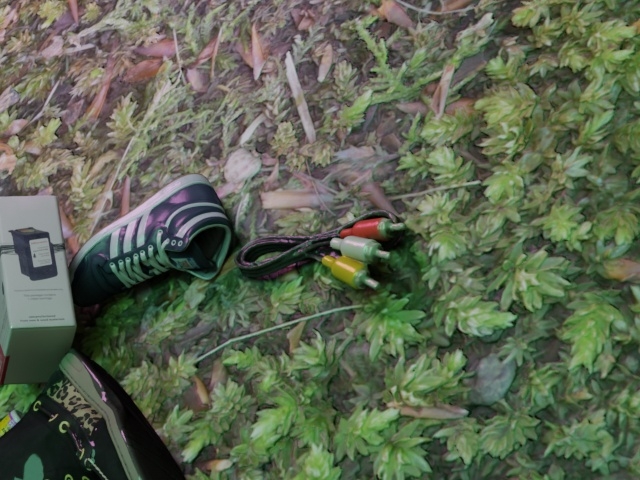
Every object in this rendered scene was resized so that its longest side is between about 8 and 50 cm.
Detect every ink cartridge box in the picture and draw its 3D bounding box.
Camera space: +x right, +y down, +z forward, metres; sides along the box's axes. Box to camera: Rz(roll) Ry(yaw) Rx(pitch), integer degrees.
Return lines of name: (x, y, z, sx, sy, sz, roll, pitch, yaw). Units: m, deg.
ink cartridge box: (-0.441, 0.073, 1.944, 0.100, 0.172, 0.237, -1, 56, -22)

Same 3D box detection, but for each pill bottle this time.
pill bottle: (-0.473, 0.296, 1.927, 0.083, 0.043, 0.043, -45, 47, -1)

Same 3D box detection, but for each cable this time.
cable: (0.000, 0.000, 1.807, 0.287, 0.072, 0.139, 8, 59, 36)

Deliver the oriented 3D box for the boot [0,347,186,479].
boot: (-0.353, 0.343, 1.754, 0.284, 0.138, 0.377, -44, 43, -2)

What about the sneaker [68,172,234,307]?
sneaker: (-0.255, 0.029, 1.932, 0.282, 0.099, 0.153, -39, 46, 0)
